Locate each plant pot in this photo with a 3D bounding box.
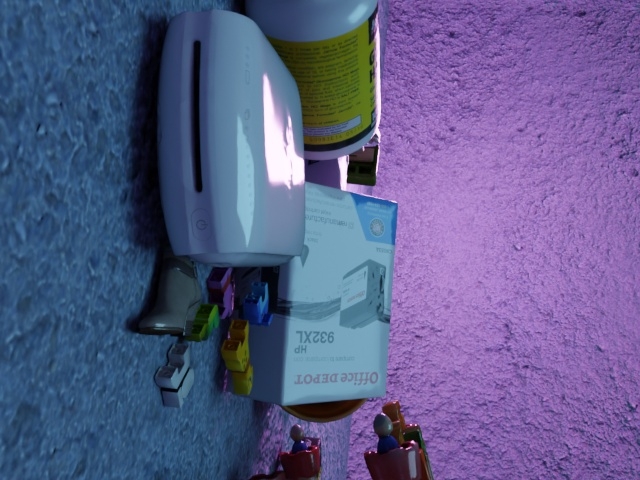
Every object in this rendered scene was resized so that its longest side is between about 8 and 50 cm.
[{"bbox_3d":[-0.002,0.226,1.237,0.188,0.205,0.205,98,-2,-77],"label":"plant pot"}]

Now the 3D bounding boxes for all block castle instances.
[{"bbox_3d":[0.045,0.417,1.191,0.453,0.302,0.213,54,23,-76],"label":"block castle"}]

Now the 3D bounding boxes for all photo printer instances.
[{"bbox_3d":[-0.090,-0.097,0.752,0.307,0.107,0.256,18,70,-81],"label":"photo printer"}]

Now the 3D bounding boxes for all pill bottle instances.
[{"bbox_3d":[-0.007,-0.293,0.983,0.334,0.187,0.188,82,14,-53],"label":"pill bottle"}]

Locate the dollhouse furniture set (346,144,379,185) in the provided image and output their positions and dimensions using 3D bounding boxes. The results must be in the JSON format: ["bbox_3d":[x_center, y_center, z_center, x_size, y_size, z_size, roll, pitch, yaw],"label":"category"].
[{"bbox_3d":[0.067,-0.309,1.583,0.198,0.151,0.302,80,16,-57],"label":"dollhouse furniture set"}]

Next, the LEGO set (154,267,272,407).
[{"bbox_3d":[-0.112,0.128,0.811,0.227,0.086,0.093,-70,161,-58],"label":"LEGO set"}]

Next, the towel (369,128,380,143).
[{"bbox_3d":[0.034,-0.308,1.335,0.282,0.049,0.187,35,32,-60],"label":"towel"}]

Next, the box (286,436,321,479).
[{"bbox_3d":[-0.046,0.619,1.529,0.270,0.060,0.216,-69,160,-62],"label":"box"}]

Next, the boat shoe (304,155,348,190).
[{"bbox_3d":[0.001,-0.080,1.279,0.367,0.135,0.157,-87,157,-46],"label":"boat shoe"}]

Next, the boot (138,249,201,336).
[{"bbox_3d":[-0.154,0.053,0.685,0.118,0.042,0.087,56,32,-78],"label":"boot"}]

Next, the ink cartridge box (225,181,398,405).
[{"bbox_3d":[-0.007,0.081,1.011,0.223,0.129,0.308,9,84,-44],"label":"ink cartridge box"}]
